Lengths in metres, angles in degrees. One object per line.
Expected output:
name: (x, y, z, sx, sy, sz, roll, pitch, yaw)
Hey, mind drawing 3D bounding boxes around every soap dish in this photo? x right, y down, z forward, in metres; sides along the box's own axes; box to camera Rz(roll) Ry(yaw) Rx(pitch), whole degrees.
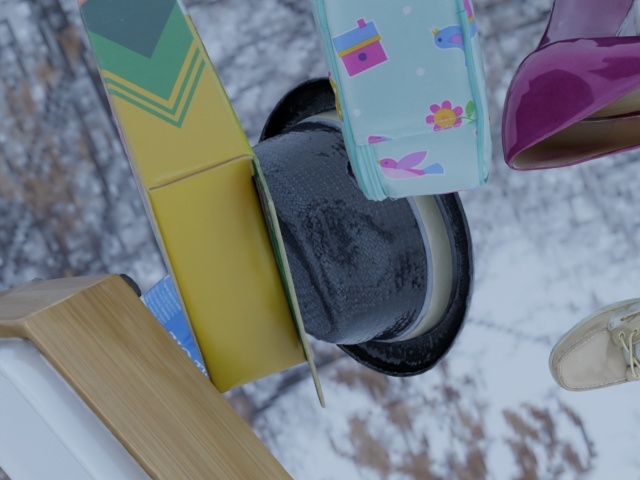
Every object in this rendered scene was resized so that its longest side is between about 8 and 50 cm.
soap dish: (-0.144, 0.149, 1.353, 0.118, 0.291, 0.229, -46, -162, -23)

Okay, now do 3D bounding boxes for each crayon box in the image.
crayon box: (-0.090, -0.035, 1.360, 0.081, 0.202, 0.318, -19, -141, -6)

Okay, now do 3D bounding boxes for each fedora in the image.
fedora: (0.000, 0.000, 1.899, 0.152, 0.334, 0.334, -17, -158, -38)

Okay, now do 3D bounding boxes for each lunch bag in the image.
lunch bag: (0.051, -0.168, 1.321, 0.108, 0.279, 0.224, -11, -164, 3)

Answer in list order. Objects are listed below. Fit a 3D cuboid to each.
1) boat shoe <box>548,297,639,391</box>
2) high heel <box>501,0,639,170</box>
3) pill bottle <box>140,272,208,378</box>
boat shoe: (0.257, 0.076, 1.437, 0.170, 0.063, 0.059, -25, -169, 11)
high heel: (0.330, -0.109, 1.425, 0.377, 0.127, 0.181, 1, -130, 28)
pill bottle: (-0.181, 0.130, 2.026, 0.221, 0.124, 0.124, -41, -150, 5)
